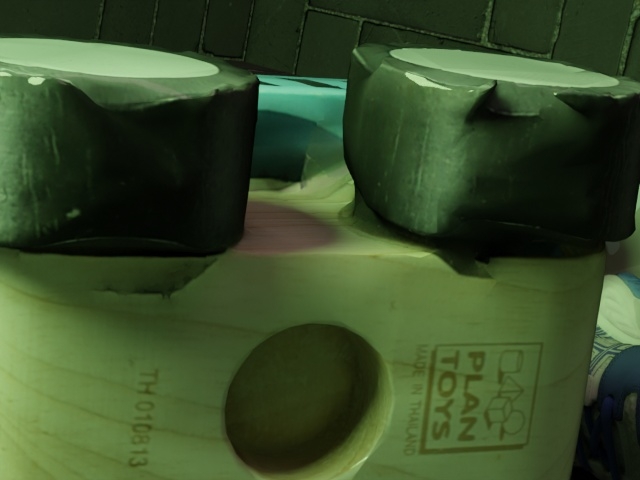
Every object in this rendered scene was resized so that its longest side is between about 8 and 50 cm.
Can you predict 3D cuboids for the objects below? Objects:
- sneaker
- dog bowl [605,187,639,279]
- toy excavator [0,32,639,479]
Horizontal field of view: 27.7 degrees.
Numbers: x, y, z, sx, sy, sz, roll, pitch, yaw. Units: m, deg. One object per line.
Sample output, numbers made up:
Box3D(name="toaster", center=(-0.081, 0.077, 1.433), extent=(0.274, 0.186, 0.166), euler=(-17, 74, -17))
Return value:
Box3D(name="sneaker", center=(0.153, 0.101, 0.750), extent=(0.131, 0.112, 0.296), euler=(-7, 11, 0))
Box3D(name="dog bowl", center=(0.336, -0.001, 1.005), extent=(0.349, 0.102, 0.349), euler=(-6, -13, -1))
Box3D(name="toy excavator", center=(0.000, 0.000, 0.625), extent=(0.433, 0.222, 0.445), euler=(0, 16, -20))
